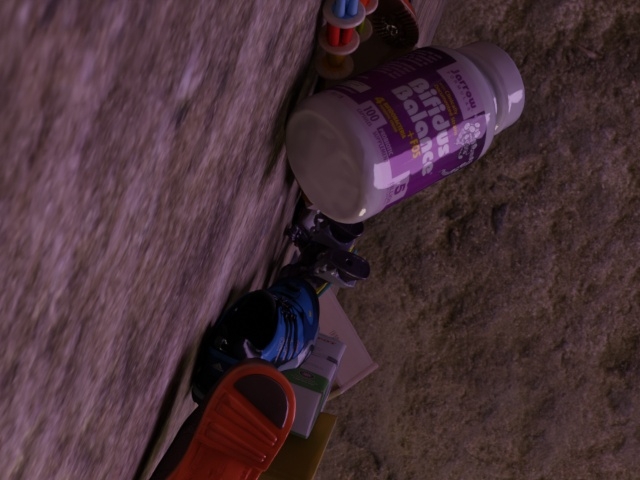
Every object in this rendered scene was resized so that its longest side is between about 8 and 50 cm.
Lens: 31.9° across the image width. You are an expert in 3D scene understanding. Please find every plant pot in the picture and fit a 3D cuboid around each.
[{"bbox_3d":[-0.110,0.379,1.804,0.212,0.187,0.212,-57,168,-64],"label":"plant pot"}]

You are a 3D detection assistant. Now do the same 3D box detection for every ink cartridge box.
[{"bbox_3d":[-0.059,0.216,1.830,0.219,0.160,0.093,-51,160,-72],"label":"ink cartridge box"}]

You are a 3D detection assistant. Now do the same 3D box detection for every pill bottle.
[{"bbox_3d":[0.117,-0.152,1.443,0.301,0.169,0.169,-28,152,-30],"label":"pill bottle"}]

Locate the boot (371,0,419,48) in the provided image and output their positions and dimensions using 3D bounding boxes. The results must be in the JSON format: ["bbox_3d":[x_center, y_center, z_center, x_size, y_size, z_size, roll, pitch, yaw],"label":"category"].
[{"bbox_3d":[0.093,-0.329,1.482,0.158,0.059,0.085,57,33,-41],"label":"boot"}]

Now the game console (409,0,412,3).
[{"bbox_3d":[0.096,-0.355,1.650,0.071,0.107,0.122,-126,-127,-62],"label":"game console"}]

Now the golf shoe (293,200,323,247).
[{"bbox_3d":[0.001,-0.027,1.911,0.186,0.086,0.068,91,21,-72],"label":"golf shoe"}]

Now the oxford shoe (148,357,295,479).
[{"bbox_3d":[-0.150,0.305,1.358,0.364,0.130,0.133,-55,-169,-1],"label":"oxford shoe"}]

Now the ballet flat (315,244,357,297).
[{"bbox_3d":[-0.028,0.084,1.932,0.231,0.077,0.077,-55,-178,22],"label":"ballet flat"}]

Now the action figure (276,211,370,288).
[{"bbox_3d":[-0.024,0.047,1.772,0.285,0.099,0.185,-40,-143,55],"label":"action figure"}]

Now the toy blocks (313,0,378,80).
[{"bbox_3d":[0.037,-0.286,1.377,0.148,0.054,0.123,103,10,-58],"label":"toy blocks"}]

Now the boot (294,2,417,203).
[{"bbox_3d":[0.040,-0.198,1.617,0.295,0.104,0.211,-63,180,-6],"label":"boot"}]

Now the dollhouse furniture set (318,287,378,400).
[{"bbox_3d":[-0.095,0.261,2.217,0.303,0.198,0.286,-34,176,39],"label":"dollhouse furniture set"}]

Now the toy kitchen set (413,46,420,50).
[{"bbox_3d":[0.076,-0.203,1.758,0.166,0.122,0.207,-59,169,-64],"label":"toy kitchen set"}]

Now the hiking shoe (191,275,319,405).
[{"bbox_3d":[-0.067,0.118,1.534,0.304,0.113,0.132,-53,162,-57],"label":"hiking shoe"}]

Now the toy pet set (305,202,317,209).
[{"bbox_3d":[0.026,-0.085,1.818,0.114,0.065,0.122,7,64,-53],"label":"toy pet set"}]
